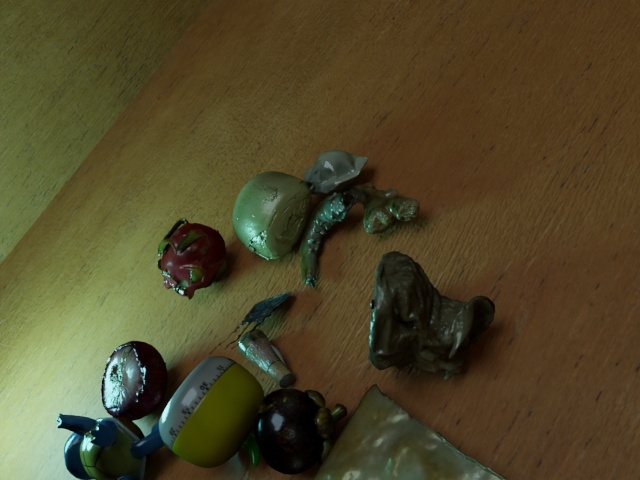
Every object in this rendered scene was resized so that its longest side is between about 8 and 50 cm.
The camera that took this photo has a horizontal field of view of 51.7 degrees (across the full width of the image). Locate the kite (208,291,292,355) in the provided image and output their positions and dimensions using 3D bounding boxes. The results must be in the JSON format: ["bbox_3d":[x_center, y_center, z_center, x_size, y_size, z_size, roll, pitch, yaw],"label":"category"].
[{"bbox_3d":[-0.194,0.229,1.819,0.152,0.015,0.285,-21,14,40],"label":"kite"}]

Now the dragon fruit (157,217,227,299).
[{"bbox_3d":[-0.410,0.057,2.099,0.224,0.224,0.227,4,44,43],"label":"dragon fruit"}]

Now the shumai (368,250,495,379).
[{"bbox_3d":[0.242,0.163,1.464,0.263,0.314,0.266,5,91,5],"label":"shumai"}]

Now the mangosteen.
[{"bbox_3d":[-0.041,0.423,1.499,0.217,0.192,0.192,-16,44,3],"label":"mangosteen"}]

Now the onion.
[{"bbox_3d":[-0.545,0.416,1.950,0.248,0.161,0.248,-33,39,31],"label":"onion"}]

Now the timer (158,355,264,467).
[{"bbox_3d":[-0.225,0.445,1.612,0.285,0.285,0.285,-23,44,25],"label":"timer"}]

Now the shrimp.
[{"bbox_3d":[-0.004,-0.017,1.894,0.286,0.068,0.185,-62,22,-2],"label":"shrimp"}]

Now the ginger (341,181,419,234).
[{"bbox_3d":[0.161,-0.097,1.838,0.147,0.081,0.333,-55,28,8],"label":"ginger"}]

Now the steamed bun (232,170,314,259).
[{"bbox_3d":[-0.152,-0.088,1.994,0.232,0.166,0.272,35,102,55],"label":"steamed bun"}]

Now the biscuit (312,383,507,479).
[{"bbox_3d":[0.138,0.546,1.290,0.429,0.104,0.446,17,67,48],"label":"biscuit"}]

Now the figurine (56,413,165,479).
[{"bbox_3d":[-0.569,0.567,1.800,0.417,0.297,0.243,-21,11,23],"label":"figurine"}]

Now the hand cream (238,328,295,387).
[{"bbox_3d":[-0.139,0.318,1.749,0.084,0.084,0.203,-49,44,-4],"label":"hand cream"}]

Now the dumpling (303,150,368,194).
[{"bbox_3d":[0.034,-0.195,1.992,0.229,0.124,0.151,-10,43,40],"label":"dumpling"}]
